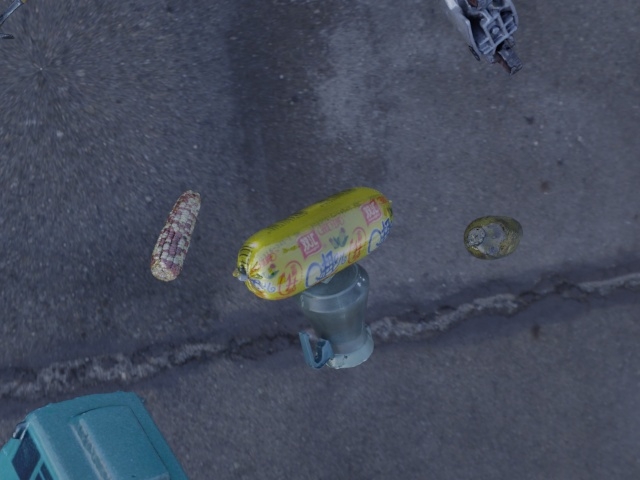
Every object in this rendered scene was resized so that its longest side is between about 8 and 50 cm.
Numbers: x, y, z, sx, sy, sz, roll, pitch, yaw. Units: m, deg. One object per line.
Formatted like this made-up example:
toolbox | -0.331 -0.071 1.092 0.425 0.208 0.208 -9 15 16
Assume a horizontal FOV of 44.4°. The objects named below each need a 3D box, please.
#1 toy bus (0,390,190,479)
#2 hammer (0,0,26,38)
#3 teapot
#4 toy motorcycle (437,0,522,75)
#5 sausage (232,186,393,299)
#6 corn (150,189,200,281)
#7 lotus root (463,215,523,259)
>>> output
toy bus | -0.169 0.252 0.655 0.128 0.256 0.147 -1 132 -49
hammer | -0.583 -0.475 1.539 0.078 0.021 0.201 41 82 -1
teapot | 0.028 0.172 1.739 0.203 0.171 0.225 -42 133 -34
toy motorcycle | 0.185 -0.282 0.961 0.080 0.122 0.215 -38 149 11
sausage | 0.000 0.000 1.320 0.347 0.123 0.123 -27 111 -34
corn | -0.338 -0.015 1.859 0.079 0.079 0.237 31 57 -23
lotus root | 0.335 -0.007 1.524 0.179 0.080 0.089 -4 119 -51
